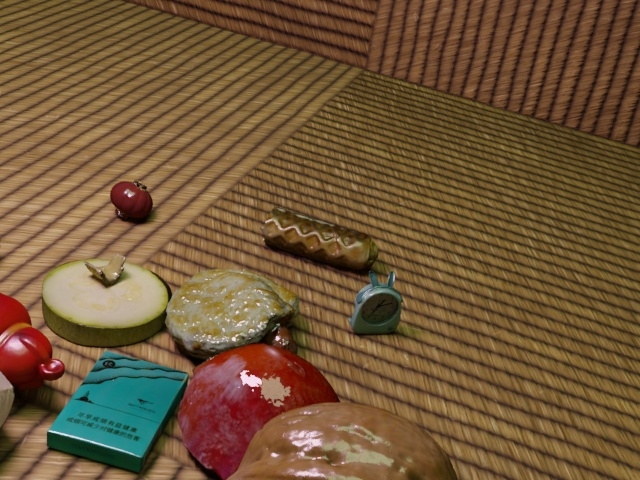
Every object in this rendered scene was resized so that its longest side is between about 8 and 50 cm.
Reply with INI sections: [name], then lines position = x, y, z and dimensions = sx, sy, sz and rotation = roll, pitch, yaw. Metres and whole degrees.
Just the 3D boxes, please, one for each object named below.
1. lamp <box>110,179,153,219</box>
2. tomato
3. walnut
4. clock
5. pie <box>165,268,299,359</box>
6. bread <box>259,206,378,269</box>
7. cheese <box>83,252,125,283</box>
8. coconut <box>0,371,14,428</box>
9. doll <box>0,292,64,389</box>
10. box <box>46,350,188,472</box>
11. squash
[lamp]
position = -0.429, -0.092, 2.124
dimensions = 0.101, 0.090, 0.101
rotation = 30, -1, 0
[tomato]
position = -0.079, 0.271, 1.534
dimensions = 0.308, 0.170, 0.309
rotation = 7, 29, -4
[walnut]
position = 0.027, 0.375, 1.286
dimensions = 0.332, 0.333, 0.333
rotation = 8, 30, -5
[clock]
position = 0.116, 0.125, 1.880
dimensions = 0.101, 0.135, 0.041
rotation = 2, 30, -17
[pie]
position = -0.167, 0.140, 1.797
dimensions = 0.257, 0.106, 0.274
rotation = 4, 29, -1
[bread]
position = 0.000, 0.000, 2.106
dimensions = 0.269, 0.098, 0.087
rotation = 16, 72, 9
[cheese]
position = -0.416, 0.054, 1.842
dimensions = 0.060, 0.042, 0.084
rotation = 22, 33, 34
[coconut]
position = -0.552, 0.253, 1.430
dimensions = 0.161, 0.162, 0.161
rotation = -24, 39, 21
[doll]
position = -0.583, 0.159, 1.574
dimensions = 0.362, 0.160, 0.182
rotation = 20, 30, 16
[box]
position = -0.332, 0.280, 1.565
dimensions = 0.160, 0.042, 0.226
rotation = 15, 30, 5
[squash]
position = -0.415, 0.116, 1.822
dimensions = 0.251, 0.049, 0.252
rotation = 9, 28, -5
